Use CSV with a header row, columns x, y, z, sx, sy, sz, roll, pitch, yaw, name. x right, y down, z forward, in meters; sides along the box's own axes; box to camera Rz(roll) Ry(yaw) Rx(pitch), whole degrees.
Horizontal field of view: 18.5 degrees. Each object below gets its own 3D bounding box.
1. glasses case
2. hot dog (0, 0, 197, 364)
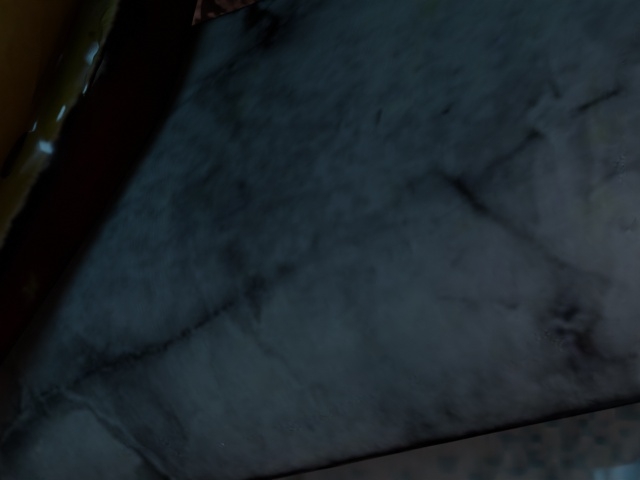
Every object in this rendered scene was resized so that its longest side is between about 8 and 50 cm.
x,y,z,sx,sy,sz,roll,pitch,yaw,name
0.000,0.000,0.436,0.299,0.060,0.114,-17,60,32,glasses case
-0.140,-0.043,0.461,0.194,0.107,0.326,6,64,44,hot dog
